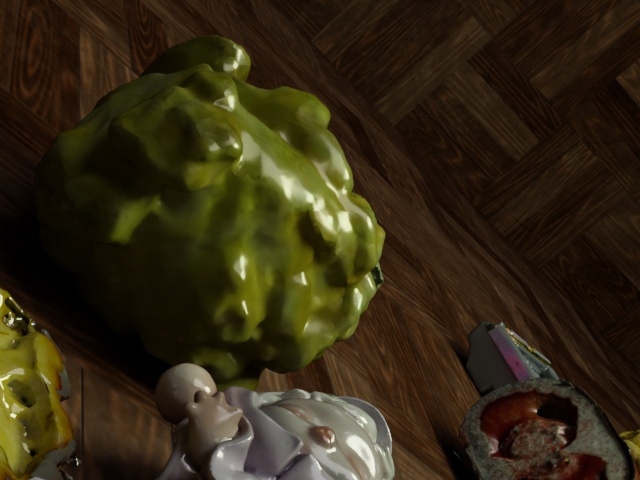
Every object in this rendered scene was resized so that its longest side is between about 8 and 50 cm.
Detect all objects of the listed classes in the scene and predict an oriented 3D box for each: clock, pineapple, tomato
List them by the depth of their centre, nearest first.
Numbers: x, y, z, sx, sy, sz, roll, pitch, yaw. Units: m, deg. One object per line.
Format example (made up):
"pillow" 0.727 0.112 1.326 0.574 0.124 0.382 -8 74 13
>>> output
"pineapple" -0.206 0.055 0.532 0.225 0.076 0.225 47 15 -17
"tomato" 0.263 0.279 1.285 0.214 0.181 0.155 -103 168 -50
"clock" 0.316 0.245 1.666 0.186 0.083 0.253 37 17 -41

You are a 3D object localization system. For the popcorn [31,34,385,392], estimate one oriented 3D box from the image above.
"popcorn" -0.078 -0.015 0.874 0.242 0.235 0.250 -45 110 -36

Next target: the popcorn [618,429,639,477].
"popcorn" 0.403 0.334 1.400 0.190 0.250 0.250 19 17 -5

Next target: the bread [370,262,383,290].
"bread" -0.003 -0.005 1.298 0.156 0.103 0.110 49 17 -29

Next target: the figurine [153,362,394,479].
"figurine" -0.039 0.161 0.660 0.200 0.133 0.276 39 14 16
